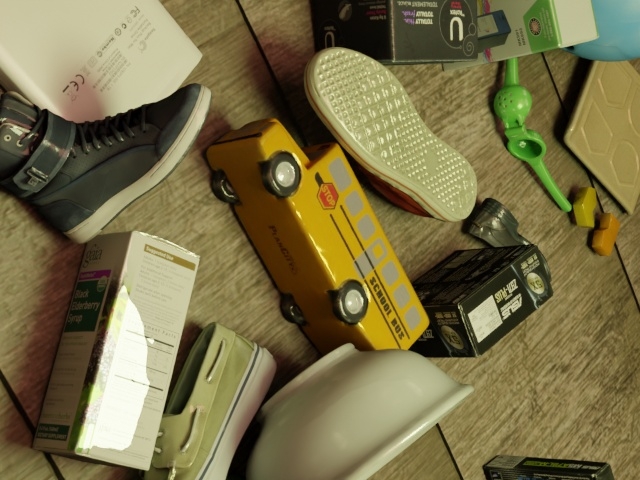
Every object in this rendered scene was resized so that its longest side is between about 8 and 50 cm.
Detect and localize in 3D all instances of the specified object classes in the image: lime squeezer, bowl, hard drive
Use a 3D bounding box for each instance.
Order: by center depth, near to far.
[{"bbox_3d":[-0.279,-0.242,1.314,0.307,0.040,0.203,50,57,-27],"label":"hard drive"},{"bbox_3d":[0.020,0.211,1.421,0.298,0.298,0.134,-30,77,-39],"label":"bowl"},{"bbox_3d":[0.297,-0.170,1.827,0.110,0.059,0.310,-49,121,-68],"label":"lime squeezer"}]

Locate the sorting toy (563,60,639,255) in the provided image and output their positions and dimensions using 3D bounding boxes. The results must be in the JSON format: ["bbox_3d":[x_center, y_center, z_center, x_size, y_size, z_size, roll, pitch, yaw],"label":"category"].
[{"bbox_3d":[0.447,-0.144,1.960,0.229,0.041,0.307,43,60,-36],"label":"sorting toy"}]

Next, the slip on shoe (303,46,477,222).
[{"bbox_3d":[0.075,-0.122,1.559,0.331,0.101,0.123,38,62,-43],"label":"slip on shoe"}]

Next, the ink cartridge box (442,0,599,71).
[{"bbox_3d":[0.251,-0.323,1.680,0.093,0.212,0.154,-20,101,-38],"label":"ink cartridge box"}]

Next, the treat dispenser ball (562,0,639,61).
[{"bbox_3d":[0.420,-0.401,1.785,0.288,0.288,0.288,4,84,-42],"label":"treat dispenser ball"}]

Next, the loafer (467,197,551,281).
[{"bbox_3d":[0.268,0.015,1.778,0.061,0.062,0.170,-47,115,-9],"label":"loafer"}]

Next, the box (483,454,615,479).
[{"bbox_3d":[0.331,0.388,1.708,0.045,0.191,0.184,-26,104,-42],"label":"box"}]

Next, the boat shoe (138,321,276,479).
[{"bbox_3d":[-0.151,0.226,1.365,0.094,0.109,0.302,37,53,-16],"label":"boat shoe"}]

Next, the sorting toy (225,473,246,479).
[{"bbox_3d":[-0.107,0.306,1.422,0.102,0.042,0.061,-15,96,-42],"label":"sorting toy"}]

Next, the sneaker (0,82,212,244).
[{"bbox_3d":[-0.232,-0.111,1.247,0.163,0.226,0.086,40,21,-28],"label":"sneaker"}]

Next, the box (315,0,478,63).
[{"bbox_3d":[0.094,-0.358,1.570,0.165,0.143,0.270,-8,99,-42],"label":"box"}]

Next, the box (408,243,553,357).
[{"bbox_3d":[0.192,0.080,1.637,0.180,0.147,0.077,-33,108,-39],"label":"box"}]

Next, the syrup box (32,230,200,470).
[{"bbox_3d":[-0.213,0.114,1.308,0.096,0.093,0.237,23,72,-38],"label":"syrup box"}]

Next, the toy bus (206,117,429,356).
[{"bbox_3d":[0.000,0.000,1.497,0.130,0.108,0.332,-43,114,-36],"label":"toy bus"}]
